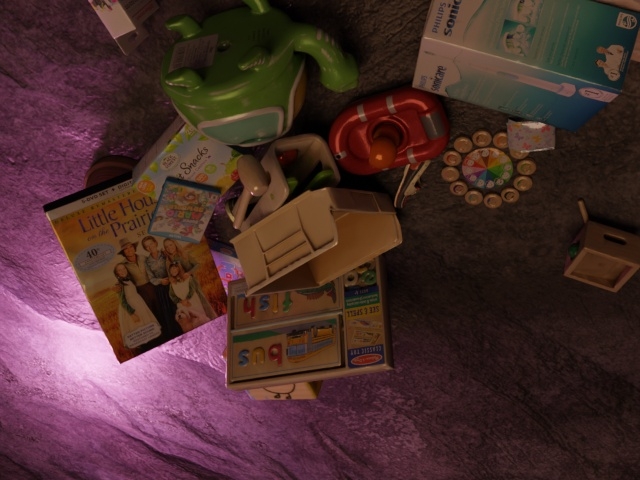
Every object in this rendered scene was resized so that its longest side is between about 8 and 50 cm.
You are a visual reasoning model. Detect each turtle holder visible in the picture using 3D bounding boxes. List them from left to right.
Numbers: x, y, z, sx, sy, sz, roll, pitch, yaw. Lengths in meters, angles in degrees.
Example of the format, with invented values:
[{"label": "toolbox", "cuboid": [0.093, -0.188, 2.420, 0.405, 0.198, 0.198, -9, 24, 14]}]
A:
[{"label": "turtle holder", "cuboid": [-0.118, -0.307, 1.233, 0.320, 0.243, 0.227, -32, 141, -4]}]

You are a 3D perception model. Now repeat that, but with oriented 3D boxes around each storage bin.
[{"label": "storage bin", "cuboid": [0.000, 0.000, 1.389, 0.260, 0.262, 0.123, -30, 74, 30]}]

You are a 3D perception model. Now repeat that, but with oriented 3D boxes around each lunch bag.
[{"label": "lunch bag", "cuboid": [0.383, -0.203, 1.234, 0.083, 0.053, 0.071, -7, 130, 13]}]

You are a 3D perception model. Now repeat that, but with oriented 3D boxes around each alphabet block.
[{"label": "alphabet block", "cuboid": [-0.103, 0.282, 1.748, 0.197, 0.193, 0.192, -9, 128, 26]}]

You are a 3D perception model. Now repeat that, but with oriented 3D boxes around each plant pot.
[{"label": "plant pot", "cuboid": [-0.475, -0.078, 1.623, 0.237, 0.110, 0.237, 11, 134, 12]}]

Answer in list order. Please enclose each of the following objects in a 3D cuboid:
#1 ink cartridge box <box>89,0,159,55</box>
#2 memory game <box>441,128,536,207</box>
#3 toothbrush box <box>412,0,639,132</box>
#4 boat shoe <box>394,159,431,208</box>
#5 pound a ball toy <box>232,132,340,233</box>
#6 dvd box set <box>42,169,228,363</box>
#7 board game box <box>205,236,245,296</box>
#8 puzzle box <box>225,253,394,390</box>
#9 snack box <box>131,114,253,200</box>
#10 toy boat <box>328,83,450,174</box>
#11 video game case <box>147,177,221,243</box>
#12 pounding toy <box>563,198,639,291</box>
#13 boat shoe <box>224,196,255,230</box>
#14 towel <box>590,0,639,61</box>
[{"label": "ink cartridge box", "cuboid": [-0.370, -0.451, 1.254, 0.061, 0.104, 0.181, -11, 126, 29]}, {"label": "memory game", "cuboid": [0.331, -0.140, 1.336, 0.186, 0.012, 0.186, 11, 133, 12]}, {"label": "toothbrush box", "cuboid": [0.306, -0.292, 1.061, 0.295, 0.126, 0.216, 16, 175, 6]}, {"label": "boat shoe", "cuboid": [0.187, -0.118, 1.385, 0.043, 0.049, 0.137, 21, 128, 6]}, {"label": "pound a ball toy", "cuboid": [-0.109, -0.109, 1.350, 0.136, 0.208, 0.319, 67, 152, 14]}, {"label": "dvd box set", "cuboid": [-0.409, 0.049, 1.574, 0.307, 0.062, 0.420, -24, 119, -17]}, {"label": "board game box", "cuboid": [-0.288, 0.063, 1.727, 0.211, 0.039, 0.160, 20, 133, 2]}, {"label": "puzzle box", "cuboid": [-0.036, 0.192, 1.570, 0.409, 0.272, 0.052, -13, 154, 22]}, {"label": "snack box", "cuboid": [-0.272, -0.159, 1.437, 0.174, 0.070, 0.207, 29, 121, -34]}, {"label": "toy boat", "cuboid": [0.121, -0.188, 1.271, 0.231, 0.151, 0.151, -12, 121, 28]}, {"label": "video game case", "cuboid": [-0.298, -0.061, 1.470, 0.119, 0.015, 0.166, 12, 134, -22]}, {"label": "pounding toy", "cuboid": [0.553, 0.011, 1.345, 0.141, 0.100, 0.130, 19, 148, 7]}, {"label": "boat shoe", "cuboid": [-0.120, -0.032, 1.558, 0.073, 0.080, 0.223, -32, 119, 32]}, {"label": "towel", "cuboid": [0.429, -0.357, 0.959, 0.332, 0.053, 0.317, 17, 175, 7]}]
